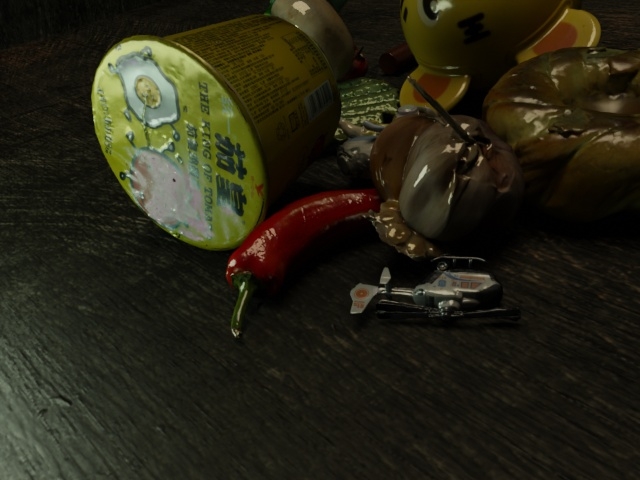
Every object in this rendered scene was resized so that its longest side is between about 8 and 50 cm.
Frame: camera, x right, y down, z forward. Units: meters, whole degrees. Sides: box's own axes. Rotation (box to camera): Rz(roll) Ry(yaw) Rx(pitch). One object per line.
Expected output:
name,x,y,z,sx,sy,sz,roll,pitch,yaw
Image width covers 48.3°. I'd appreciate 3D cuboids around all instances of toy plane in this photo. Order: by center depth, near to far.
toy plane,0.132,0.061,0.836,0.197,0.053,0.078,1,40,13

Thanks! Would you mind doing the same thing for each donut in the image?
donut,0.399,-0.156,1.006,0.360,0.170,0.360,-5,35,4

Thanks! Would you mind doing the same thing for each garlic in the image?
garlic,0.133,-0.075,0.892,0.207,0.256,0.207,-9,70,25

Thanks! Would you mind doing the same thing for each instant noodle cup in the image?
instant noodle cup,-0.136,-0.183,1.068,0.325,0.326,0.254,11,36,33

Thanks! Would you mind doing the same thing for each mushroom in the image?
mushroom,-0.029,-0.405,1.488,0.206,0.209,0.206,25,33,-17

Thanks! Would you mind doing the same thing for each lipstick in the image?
lipstick,0.271,-0.481,1.718,0.057,0.057,0.356,18,40,41

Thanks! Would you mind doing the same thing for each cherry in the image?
cherry,0.047,-0.403,1.607,0.126,0.106,0.087,-5,35,13

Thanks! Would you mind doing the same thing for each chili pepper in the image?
chili pepper,-0.001,-0.005,0.961,0.368,0.092,0.137,-31,48,-26

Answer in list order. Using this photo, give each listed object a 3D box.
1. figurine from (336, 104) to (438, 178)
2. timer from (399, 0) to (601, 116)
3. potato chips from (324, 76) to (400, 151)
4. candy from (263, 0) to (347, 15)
figurine,0.105,-0.151,1.139,0.183,0.128,0.208,-27,29,-30
timer,0.317,-0.417,1.337,0.376,0.376,0.387,-2,57,15
potato chips,-0.054,-0.241,1.403,0.429,0.070,0.358,-5,27,9
candy,-0.074,-0.564,1.884,0.262,0.172,0.398,-3,43,23
